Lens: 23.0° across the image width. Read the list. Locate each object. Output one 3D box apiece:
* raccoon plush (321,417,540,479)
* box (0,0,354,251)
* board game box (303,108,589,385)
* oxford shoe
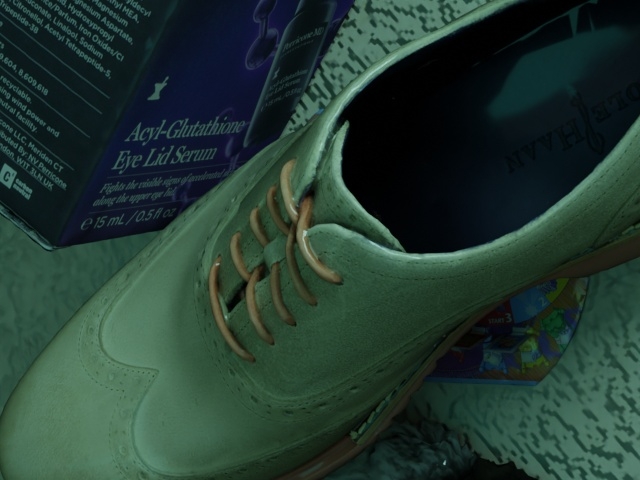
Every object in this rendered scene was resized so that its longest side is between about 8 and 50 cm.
[{"bbox_3d":[0.075,0.263,0.594,0.446,0.299,0.216,28,110,24],"label":"raccoon plush"},{"bbox_3d":[-0.069,-0.114,0.708,0.108,0.153,0.207,39,114,19],"label":"box"},{"bbox_3d":[0.040,0.003,0.732,0.169,0.033,0.133,0,97,29],"label":"board game box"},{"bbox_3d":[0.000,0.000,0.648,0.397,0.146,0.140,-36,69,16],"label":"oxford shoe"}]
